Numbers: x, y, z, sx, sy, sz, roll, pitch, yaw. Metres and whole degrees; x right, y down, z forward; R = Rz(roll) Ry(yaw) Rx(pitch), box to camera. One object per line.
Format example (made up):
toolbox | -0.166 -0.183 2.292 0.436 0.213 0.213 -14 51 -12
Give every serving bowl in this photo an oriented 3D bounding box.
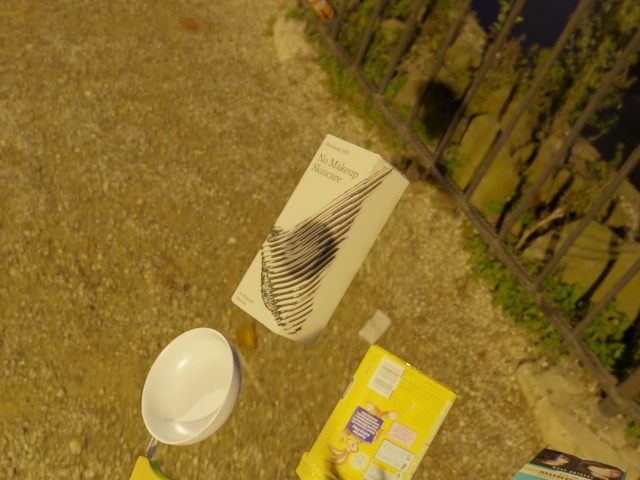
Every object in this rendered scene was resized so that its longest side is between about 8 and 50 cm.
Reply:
serving bowl | -0.086 0.105 0.500 0.027 0.083 0.083 40 23 -45

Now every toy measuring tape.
toy measuring tape | -0.272 0.420 1.268 0.121 0.121 0.330 19 69 -2

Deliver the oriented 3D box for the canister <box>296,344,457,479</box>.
canister | 0.068 0.220 0.813 0.126 0.169 0.073 33 -5 -21

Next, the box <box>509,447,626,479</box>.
box | 0.260 0.281 0.751 0.101 0.060 0.244 9 -1 27

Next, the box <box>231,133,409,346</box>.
box | 0.000 0.000 0.989 0.113 0.275 0.094 28 -2 39
